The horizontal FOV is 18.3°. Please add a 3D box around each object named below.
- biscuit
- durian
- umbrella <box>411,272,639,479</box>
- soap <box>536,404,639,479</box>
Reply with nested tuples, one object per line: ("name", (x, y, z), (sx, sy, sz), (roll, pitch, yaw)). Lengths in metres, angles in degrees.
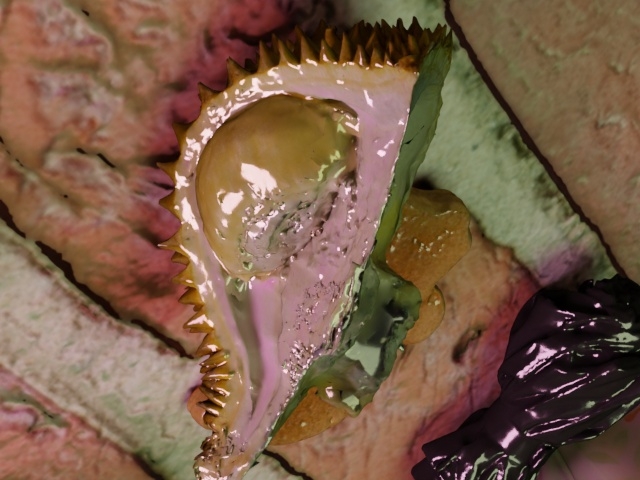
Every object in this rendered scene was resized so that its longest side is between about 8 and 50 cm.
("biscuit", (0.005, 0.051, 1.320), (0.166, 0.036, 0.225), (14, 116, -40))
("durian", (0.000, 0.000, 1.150), (0.172, 0.166, 0.306), (11, 111, -38))
("umbrella", (0.135, 0.160, 1.504), (0.118, 0.118, 0.340), (10, 127, -46))
("soap", (0.296, 0.201, 1.602), (0.199, 0.182, 0.138), (-24, 137, -22))
